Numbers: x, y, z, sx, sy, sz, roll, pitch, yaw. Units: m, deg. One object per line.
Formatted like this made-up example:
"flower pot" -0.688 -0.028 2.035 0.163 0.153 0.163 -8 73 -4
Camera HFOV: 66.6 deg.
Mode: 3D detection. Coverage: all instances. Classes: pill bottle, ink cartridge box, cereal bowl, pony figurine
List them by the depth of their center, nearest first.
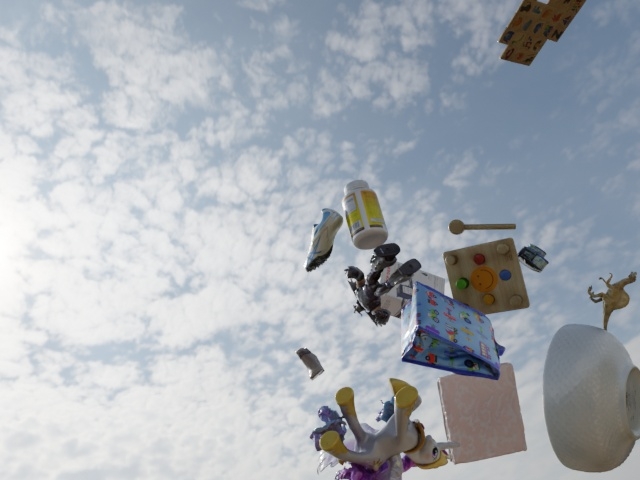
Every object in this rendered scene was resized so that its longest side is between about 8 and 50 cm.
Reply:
"pony figurine" 0.126 0.482 1.106 0.351 0.302 0.363 -30 -54 2
"cereal bowl" 0.655 0.366 1.130 0.339 0.338 0.141 20 -18 -40
"pill bottle" 0.136 -0.085 1.553 0.118 0.214 0.117 -9 -30 -5
"ink cartridge box" 0.300 0.181 1.688 0.238 0.171 0.100 20 -45 -3

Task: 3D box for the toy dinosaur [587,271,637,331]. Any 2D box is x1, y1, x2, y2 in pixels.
"toy dinosaur" 0.741 0.152 1.256 0.053 0.093 0.183 13 -78 -42

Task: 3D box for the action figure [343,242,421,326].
"action figure" 0.143 0.121 1.293 0.099 0.185 0.285 -28 -22 -37

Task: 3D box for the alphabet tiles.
"alphabet tiles" 0.575 -0.571 1.267 0.199 0.009 0.237 -1 -42 -29

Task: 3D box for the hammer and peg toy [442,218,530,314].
"hammer and peg toy" 0.582 0.083 1.745 0.266 0.360 0.127 -14 -7 26

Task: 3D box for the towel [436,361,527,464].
"towel" 0.613 0.654 1.850 0.317 0.331 0.053 -7 -6 -11

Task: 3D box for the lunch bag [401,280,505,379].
"lunch bag" 0.392 0.269 1.403 0.294 0.221 0.138 17 -59 -1

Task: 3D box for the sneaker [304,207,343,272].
"sneaker" 0.000 0.000 1.620 0.085 0.086 0.237 -7 -52 -52

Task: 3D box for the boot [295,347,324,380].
"boot" -0.032 0.325 1.296 0.042 0.087 0.118 -45 -14 2

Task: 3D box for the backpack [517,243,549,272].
"backpack" 0.841 0.068 1.922 0.084 0.114 0.105 -51 -17 3
